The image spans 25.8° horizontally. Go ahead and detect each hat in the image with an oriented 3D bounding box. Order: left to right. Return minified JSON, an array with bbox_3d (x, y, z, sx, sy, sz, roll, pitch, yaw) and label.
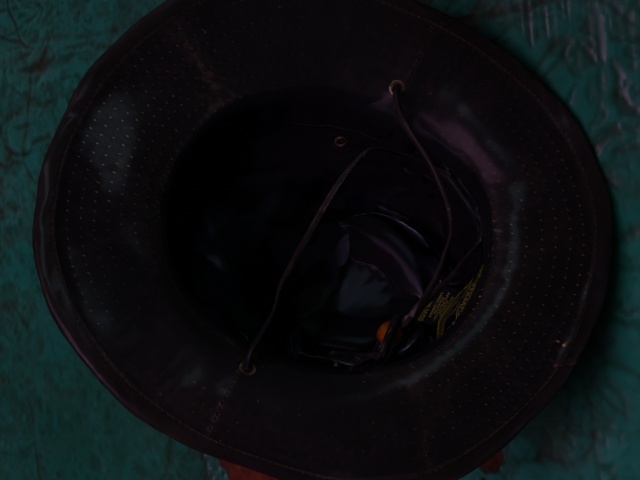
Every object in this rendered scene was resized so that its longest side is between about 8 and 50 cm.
[{"bbox_3d":[0.000,0.000,0.851,0.134,0.331,0.331,104,148,-77],"label":"hat"}]
